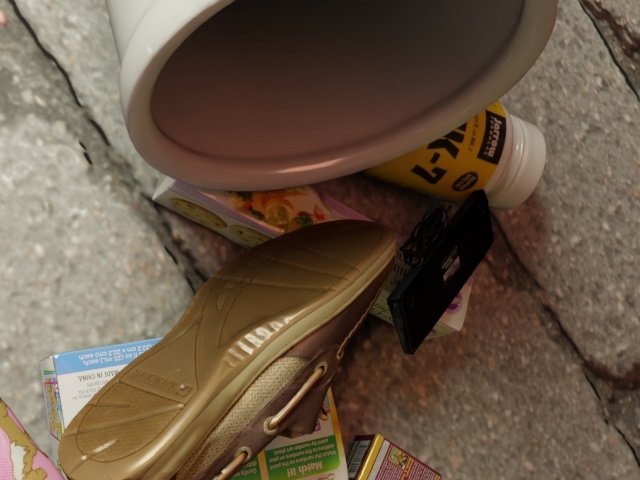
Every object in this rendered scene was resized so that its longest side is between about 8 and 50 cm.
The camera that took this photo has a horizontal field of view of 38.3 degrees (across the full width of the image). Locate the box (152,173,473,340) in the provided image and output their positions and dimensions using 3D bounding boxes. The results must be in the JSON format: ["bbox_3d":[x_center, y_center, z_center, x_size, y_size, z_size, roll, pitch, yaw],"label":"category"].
[{"bbox_3d":[0.000,0.000,0.879,0.324,0.067,0.063,29,64,-22],"label":"box"}]

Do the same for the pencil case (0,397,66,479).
[{"bbox_3d":[-0.274,0.161,0.593,0.167,0.160,0.386,-39,96,-31],"label":"pencil case"}]

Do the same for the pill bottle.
[{"bbox_3d":[0.120,-0.105,0.943,0.208,0.119,0.119,15,70,-26],"label":"pill bottle"}]

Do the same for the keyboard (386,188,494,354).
[{"bbox_3d":[0.107,0.014,0.874,0.192,0.038,0.100,-47,133,-42],"label":"keyboard"}]

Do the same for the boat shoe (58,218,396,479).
[{"bbox_3d":[-0.051,0.109,0.747,0.342,0.123,0.123,-44,131,-36],"label":"boat shoe"}]

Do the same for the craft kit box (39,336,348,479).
[{"bbox_3d":[-0.093,0.201,0.782,0.250,0.061,0.246,-5,78,-31],"label":"craft kit box"}]

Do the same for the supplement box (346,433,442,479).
[{"bbox_3d":[0.065,0.227,0.872,0.083,0.043,0.055,37,62,-17],"label":"supplement box"}]

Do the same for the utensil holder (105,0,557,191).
[{"bbox_3d":[-0.032,-0.284,0.747,0.327,0.327,0.385,-3,65,-31],"label":"utensil holder"}]
